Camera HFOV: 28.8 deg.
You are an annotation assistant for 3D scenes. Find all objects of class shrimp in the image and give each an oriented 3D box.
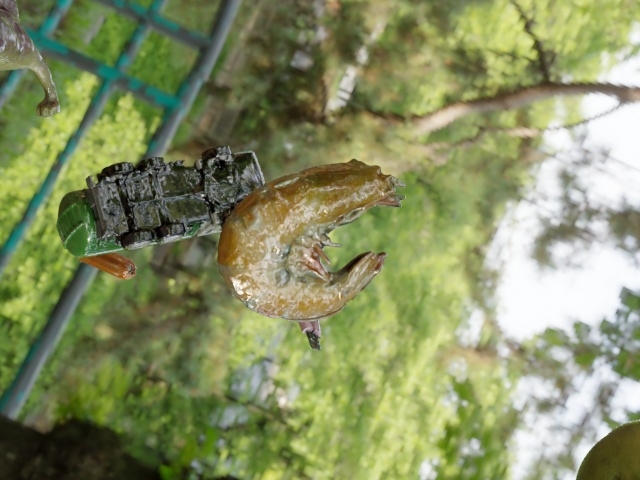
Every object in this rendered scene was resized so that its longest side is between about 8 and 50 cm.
[{"bbox_3d":[-0.002,-0.002,1.082,0.052,0.188,0.132,37,-34,59],"label":"shrimp"}]

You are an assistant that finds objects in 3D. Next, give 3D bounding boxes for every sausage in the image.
[{"bbox_3d":[-0.283,0.029,1.675,0.031,0.107,0.031,-21,119,-43],"label":"sausage"}]

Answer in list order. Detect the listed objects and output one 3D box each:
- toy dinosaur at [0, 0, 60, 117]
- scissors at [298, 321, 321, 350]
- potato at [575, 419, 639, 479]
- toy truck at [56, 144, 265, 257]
[{"bbox_3d":[-0.302,-0.214,1.191,0.251,0.072,0.199,-65,150,-67],"label":"toy dinosaur"},{"bbox_3d":[-0.016,0.101,1.585,0.012,0.039,0.113,-47,-145,22],"label":"scissors"},{"bbox_3d":[0.453,0.395,1.686,0.216,0.216,0.304,115,-34,-52],"label":"potato"},{"bbox_3d":[-0.188,-0.040,1.488,0.125,0.243,0.101,-31,-106,56],"label":"toy truck"}]
